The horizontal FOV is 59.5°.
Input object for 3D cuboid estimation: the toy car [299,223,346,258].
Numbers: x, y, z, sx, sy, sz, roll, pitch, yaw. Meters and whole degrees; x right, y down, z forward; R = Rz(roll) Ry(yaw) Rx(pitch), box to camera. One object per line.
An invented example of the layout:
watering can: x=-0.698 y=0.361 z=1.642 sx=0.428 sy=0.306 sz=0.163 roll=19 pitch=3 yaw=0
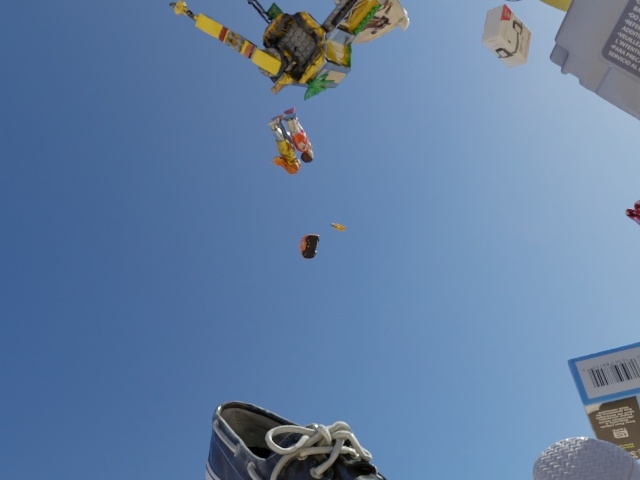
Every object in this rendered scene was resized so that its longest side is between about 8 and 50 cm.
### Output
toy car: x=0.000 y=0.000 z=1.289 sx=0.122 sy=0.040 sz=0.060 roll=-18 pitch=-62 yaw=-34

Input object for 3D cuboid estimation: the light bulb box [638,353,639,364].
light bulb box: x=0.354 y=0.154 z=0.180 sx=0.358 sy=0.361 sz=0.225 roll=21 pitch=-52 yaw=7

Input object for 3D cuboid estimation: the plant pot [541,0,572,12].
plant pot: x=0.435 y=-0.431 z=0.736 sx=0.254 sy=0.254 sz=0.239 roll=-11 pitch=-46 yaw=-24

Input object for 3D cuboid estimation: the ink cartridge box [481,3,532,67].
ink cartridge box: x=0.542 y=-0.589 z=1.622 sx=0.150 sy=0.063 sz=0.109 roll=24 pitch=-106 yaw=-35

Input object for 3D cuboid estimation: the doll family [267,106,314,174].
doll family: x=-0.091 y=-0.270 z=1.580 sx=0.118 sy=0.263 sz=0.163 roll=-22 pitch=-72 yaw=5

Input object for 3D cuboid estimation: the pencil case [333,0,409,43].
pencil case: x=0.084 y=-0.705 z=1.406 sx=0.160 sy=0.183 sz=0.410 roll=-38 pitch=-68 yaw=-31

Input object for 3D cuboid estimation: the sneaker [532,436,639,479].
sneaker: x=0.282 y=0.279 z=0.423 sx=0.101 sy=0.268 sz=0.153 roll=-27 pitch=-65 yaw=-12

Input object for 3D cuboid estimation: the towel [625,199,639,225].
towel: x=0.545 y=0.019 z=0.678 sx=0.199 sy=0.275 sz=0.031 roll=22 pitch=-87 yaw=-35

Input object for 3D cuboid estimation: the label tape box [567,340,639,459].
label tape box: x=0.647 y=0.332 z=1.069 sx=0.249 sy=0.115 sz=0.348 roll=-21 pitch=-56 yaw=18

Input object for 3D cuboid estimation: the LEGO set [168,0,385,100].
LEGO set: x=-0.059 y=-0.287 z=0.436 sx=0.255 sy=0.331 sz=0.192 roll=-34 pitch=-7 yaw=28

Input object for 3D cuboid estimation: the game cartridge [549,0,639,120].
game cartridge: x=0.340 y=-0.154 z=0.429 sx=0.060 sy=0.294 sz=0.196 roll=-36 pitch=-26 yaw=-24

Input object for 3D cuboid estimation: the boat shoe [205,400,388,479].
boat shoe: x=-0.006 y=0.212 z=0.500 sx=0.113 sy=0.306 sz=0.105 roll=-1 pitch=-89 yaw=-35
